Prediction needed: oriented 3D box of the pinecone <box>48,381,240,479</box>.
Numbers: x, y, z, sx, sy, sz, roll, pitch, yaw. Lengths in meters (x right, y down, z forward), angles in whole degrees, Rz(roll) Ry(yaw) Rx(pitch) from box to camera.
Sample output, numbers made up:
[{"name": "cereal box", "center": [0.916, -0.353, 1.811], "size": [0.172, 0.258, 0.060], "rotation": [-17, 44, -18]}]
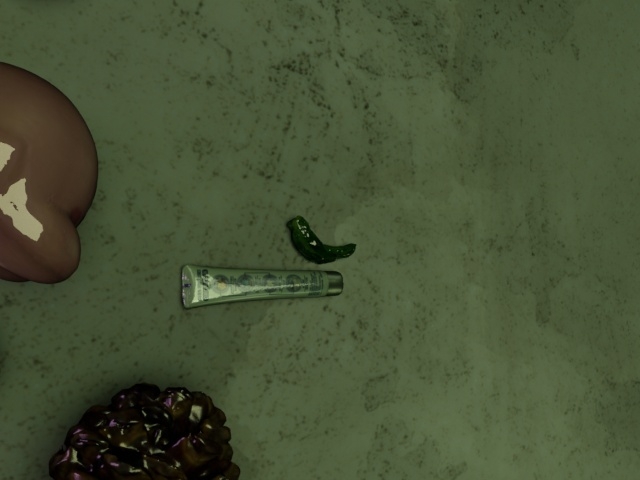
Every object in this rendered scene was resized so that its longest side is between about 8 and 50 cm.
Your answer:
[{"name": "pinecone", "center": [-0.204, 0.282, 0.721], "size": [0.244, 0.243, 0.257], "rotation": [22, 57, -24]}]

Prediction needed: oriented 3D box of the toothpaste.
[{"name": "toothpaste", "center": [-0.080, 0.064, 0.903], "size": [0.239, 0.039, 0.062], "rotation": [0, 83, -25]}]

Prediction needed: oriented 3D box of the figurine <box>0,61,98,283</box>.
[{"name": "figurine", "center": [-0.363, -0.091, 0.663], "size": [0.261, 0.270, 0.211], "rotation": [32, 68, -31]}]

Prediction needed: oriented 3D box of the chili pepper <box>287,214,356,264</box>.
[{"name": "chili pepper", "center": [-0.002, 0.008, 0.947], "size": [0.118, 0.035, 0.055], "rotation": [27, 92, -19]}]
